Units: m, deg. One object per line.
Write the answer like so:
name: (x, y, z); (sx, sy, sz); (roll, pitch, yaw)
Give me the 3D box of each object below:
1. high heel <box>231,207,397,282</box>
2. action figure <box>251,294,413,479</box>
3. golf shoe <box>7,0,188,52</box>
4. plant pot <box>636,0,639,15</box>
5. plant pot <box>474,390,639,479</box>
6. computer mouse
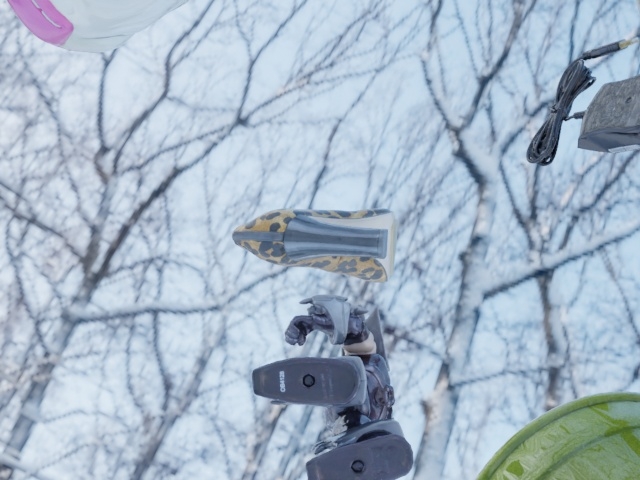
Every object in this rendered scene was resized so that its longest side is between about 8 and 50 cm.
high heel: (0.000, 0.000, 1.525); (0.186, 0.093, 0.261); (4, -3, 8)
action figure: (0.018, 0.134, 0.999); (0.099, 0.185, 0.285); (-16, -5, 3)
golf shoe: (-0.072, -0.199, 0.690); (0.140, 0.306, 0.115); (-19, -71, 29)
plant pot: (0.504, -0.282, 1.242); (0.274, 0.256, 0.256); (-21, -47, -8)
plant pot: (0.360, 0.372, 1.169); (0.366, 0.366, 0.353); (43, -5, -21)
computer mouse: (0.374, -0.175, 1.466); (0.060, 0.184, 0.262); (37, -26, -22)
